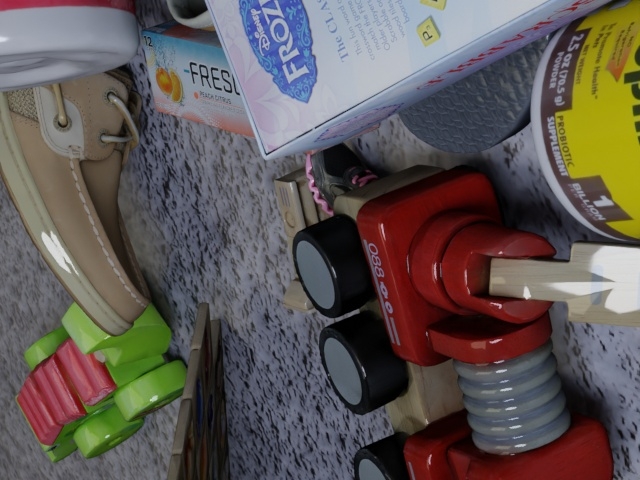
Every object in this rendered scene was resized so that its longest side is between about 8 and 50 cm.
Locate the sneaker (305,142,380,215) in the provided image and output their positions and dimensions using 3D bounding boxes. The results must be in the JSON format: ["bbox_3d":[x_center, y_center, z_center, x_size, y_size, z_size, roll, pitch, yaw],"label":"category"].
[{"bbox_3d":[0.039,-0.021,1.036,0.119,0.047,0.057,54,140,4],"label":"sneaker"}]

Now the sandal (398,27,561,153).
[{"bbox_3d":[0.106,-0.152,0.849,0.097,0.054,0.254,38,130,25],"label":"sandal"}]

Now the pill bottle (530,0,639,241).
[{"bbox_3d":[0.199,-0.062,0.702,0.215,0.117,0.117,-7,105,56],"label":"pill bottle"}]

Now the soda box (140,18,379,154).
[{"bbox_3d":[-0.043,-0.108,1.076,0.183,0.058,0.063,19,125,48],"label":"soda box"}]

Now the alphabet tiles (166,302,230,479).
[{"bbox_3d":[-0.090,0.227,1.200,0.342,0.011,0.285,-85,-6,-56],"label":"alphabet tiles"}]

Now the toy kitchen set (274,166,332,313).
[{"bbox_3d":[0.000,0.000,1.076,0.083,0.068,0.075,13,121,51],"label":"toy kitchen set"}]

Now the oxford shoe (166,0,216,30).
[{"bbox_3d":[-0.090,-0.320,0.935,0.169,0.130,0.449,-9,103,56],"label":"oxford shoe"}]

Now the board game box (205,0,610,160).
[{"bbox_3d":[0.043,-0.242,0.744,0.318,0.066,0.319,-24,84,40],"label":"board game box"}]

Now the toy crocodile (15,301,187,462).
[{"bbox_3d":[-0.204,0.120,1.416,0.115,0.105,0.340,61,148,8],"label":"toy crocodile"}]

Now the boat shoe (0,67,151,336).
[{"bbox_3d":[-0.192,-0.096,1.233,0.121,0.110,0.341,66,180,-85],"label":"boat shoe"}]

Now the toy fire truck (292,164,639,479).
[{"bbox_3d":[0.123,0.069,0.899,0.246,0.158,0.217,14,122,63],"label":"toy fire truck"}]

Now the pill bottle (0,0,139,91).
[{"bbox_3d":[-0.229,-0.268,1.103,0.176,0.176,0.318,-11,87,57],"label":"pill bottle"}]
